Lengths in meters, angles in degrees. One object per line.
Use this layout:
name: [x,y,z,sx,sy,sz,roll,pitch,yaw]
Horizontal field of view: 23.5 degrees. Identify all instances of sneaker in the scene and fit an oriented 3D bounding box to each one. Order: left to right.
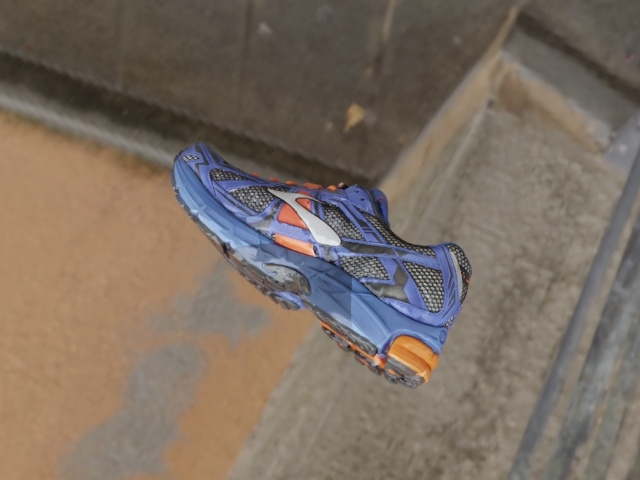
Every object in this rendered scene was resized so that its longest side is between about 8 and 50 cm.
sneaker: [0.000,0.000,0.912,0.221,0.087,0.083,35,168,27]
